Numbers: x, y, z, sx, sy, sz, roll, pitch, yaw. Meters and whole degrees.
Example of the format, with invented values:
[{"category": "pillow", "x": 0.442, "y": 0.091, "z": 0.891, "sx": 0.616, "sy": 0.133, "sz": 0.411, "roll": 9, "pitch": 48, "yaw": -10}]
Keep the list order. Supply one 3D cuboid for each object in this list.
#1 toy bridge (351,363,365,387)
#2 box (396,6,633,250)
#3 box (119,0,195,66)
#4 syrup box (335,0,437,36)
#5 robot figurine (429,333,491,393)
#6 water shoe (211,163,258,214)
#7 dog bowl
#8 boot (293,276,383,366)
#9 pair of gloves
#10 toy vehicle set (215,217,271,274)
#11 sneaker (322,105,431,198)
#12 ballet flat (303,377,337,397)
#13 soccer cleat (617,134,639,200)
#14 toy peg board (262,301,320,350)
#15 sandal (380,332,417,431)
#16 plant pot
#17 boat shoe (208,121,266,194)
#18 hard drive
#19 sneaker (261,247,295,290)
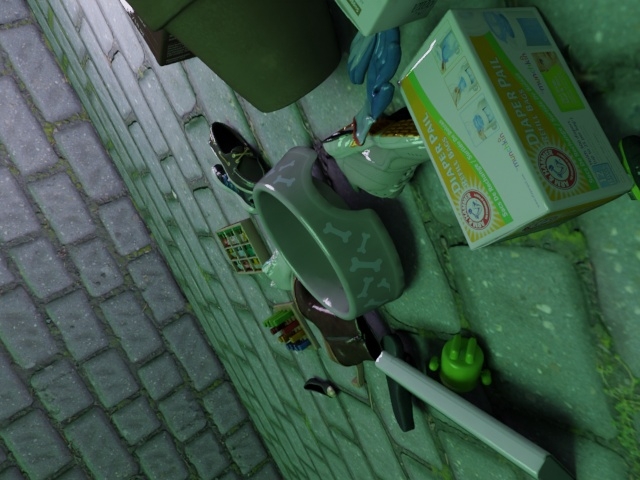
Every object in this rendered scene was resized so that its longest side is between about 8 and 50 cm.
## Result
[{"category": "toy bridge", "x": 0.076, "y": 0.305, "z": 1.179, "sx": 0.063, "sy": 0.026, "sz": 0.188, "roll": 0, "pitch": 118, "yaw": 56}, {"category": "box", "x": 0.178, "y": -0.107, "z": 0.440, "sx": 0.203, "sy": 0.114, "sz": 0.103, "roll": 69, "pitch": 156, "yaw": 13}, {"category": "box", "x": -0.255, "y": -0.505, "z": 0.790, "sx": 0.191, "sy": 0.143, "sz": 0.381, "roll": 58, "pitch": 151, "yaw": 2}, {"category": "syrup box", "x": 0.091, "y": -0.289, "z": 0.356, "sx": 0.096, "sy": 0.093, "sz": 0.237, "roll": 56, "pitch": 151, "yaw": 8}, {"category": "robot figurine", "x": 0.238, "y": 0.212, "z": 0.767, "sx": 0.101, "sy": 0.067, "sz": 0.115, "roll": 9, "pitch": 132, "yaw": 17}, {"category": "water shoe", "x": -0.197, "y": -0.151, "z": 1.148, "sx": 0.203, "sy": 0.073, "sz": 0.080, "roll": 41, "pitch": 127, "yaw": 23}, {"category": "dog bowl", "x": 0.000, "y": 0.000, "z": 0.852, "sx": 0.349, "sy": 0.102, "sz": 0.349, "roll": 48, "pitch": 163, "yaw": 20}, {"category": "boot", "x": 0.039, "y": 0.166, "z": 1.028, "sx": 0.248, "sy": 0.090, "sz": 0.207, "roll": 64, "pitch": 151, "yaw": 4}, {"category": "pair of gloves", "x": 0.060, "y": -0.226, "z": 0.551, "sx": 0.159, "sy": 0.023, "sz": 0.198, "roll": 114, "pitch": 157, "yaw": -59}, {"category": "toy vehicle set", "x": -0.242, "y": 0.025, "z": 1.415, "sx": 0.267, "sy": 0.035, "sz": 0.166, "roll": -10, "pitch": 108, "yaw": 61}, {"category": "sneaker", "x": 0.110, "y": -0.116, "z": 0.639, "sx": 0.121, "sy": 0.099, "sz": 0.262, "roll": 61, "pitch": 161, "yaw": -20}, {"category": "ballet flat", "x": 0.003, "y": 0.481, "z": 1.454, "sx": 0.057, "sy": 0.049, "sz": 0.173, "roll": 62, "pitch": 153, "yaw": -8}, {"category": "soccer cleat", "x": 0.332, "y": -0.025, "z": 0.394, "sx": 0.072, "sy": 0.060, "sz": 0.179, "roll": -37, "pitch": 81, "yaw": 40}, {"category": "toy peg board", "x": -0.101, "y": 0.281, "z": 1.394, "sx": 0.160, "sy": 0.079, "sz": 0.161, "roll": 60, "pitch": 153, "yaw": -3}, {"category": "sandal", "x": 0.176, "y": 0.297, "z": 0.972, "sx": 0.097, "sy": 0.054, "sz": 0.254, "roll": -120, "pitch": 16, "yaw": -60}, {"category": "plant pot", "x": -0.091, "y": -0.311, "z": 0.626, "sx": 0.263, "sy": 0.263, "sz": 0.229, "roll": 14, "pitch": 146, "yaw": 54}, {"category": "boat shoe", "x": -0.196, "y": -0.195, "z": 1.064, "sx": 0.228, "sy": 0.081, "sz": 0.069, "roll": 46, "pitch": 154, "yaw": 28}, {"category": "hard drive", "x": 0.255, "y": 0.307, "z": 0.776, "sx": 0.307, "sy": 0.040, "sz": 0.203, "roll": 24, "pitch": 165, "yaw": 48}, {"category": "sneaker", "x": -0.101, "y": 0.055, "z": 1.126, "sx": 0.080, "sy": 0.094, "sz": 0.212, "roll": -91, "pitch": -1, "yaw": -47}]
